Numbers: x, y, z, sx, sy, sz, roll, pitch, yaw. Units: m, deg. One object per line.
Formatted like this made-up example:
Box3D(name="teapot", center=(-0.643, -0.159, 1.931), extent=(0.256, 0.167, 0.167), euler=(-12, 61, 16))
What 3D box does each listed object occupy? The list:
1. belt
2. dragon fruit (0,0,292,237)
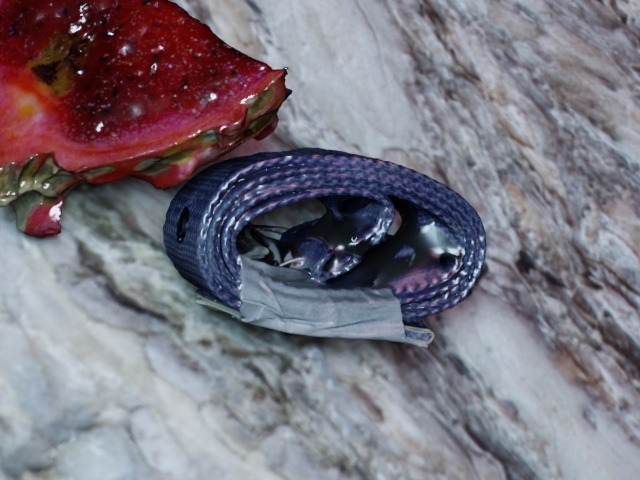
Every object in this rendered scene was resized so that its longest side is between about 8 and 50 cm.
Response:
Box3D(name="belt", center=(0.000, 0.000, 0.910), extent=(0.230, 0.126, 0.140), euler=(4, 96, -23))
Box3D(name="dragon fruit", center=(-0.169, -0.094, 0.880), extent=(0.262, 0.134, 0.211), euler=(38, 72, 24))
